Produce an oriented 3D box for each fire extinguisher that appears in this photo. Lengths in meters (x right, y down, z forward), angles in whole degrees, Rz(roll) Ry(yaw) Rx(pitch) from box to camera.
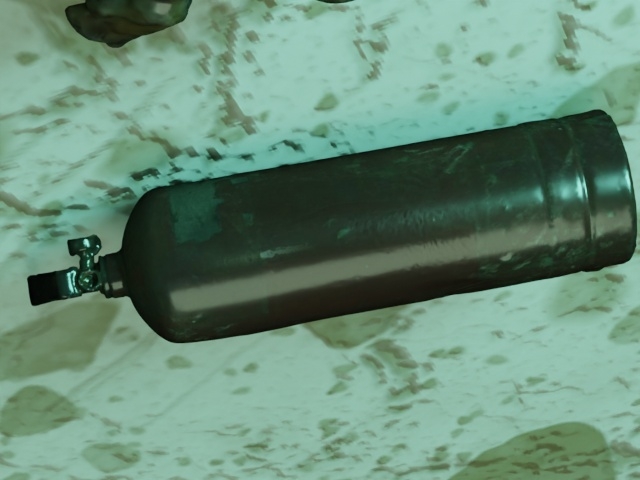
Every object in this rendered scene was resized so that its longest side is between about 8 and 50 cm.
[{"bbox_3d":[0.000,0.000,0.825,0.267,0.072,0.089,-10,180,-4],"label":"fire extinguisher"}]

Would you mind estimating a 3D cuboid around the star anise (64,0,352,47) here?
[{"bbox_3d":[-0.053,-0.135,0.617,0.212,0.073,0.197,5,138,-20],"label":"star anise"}]
